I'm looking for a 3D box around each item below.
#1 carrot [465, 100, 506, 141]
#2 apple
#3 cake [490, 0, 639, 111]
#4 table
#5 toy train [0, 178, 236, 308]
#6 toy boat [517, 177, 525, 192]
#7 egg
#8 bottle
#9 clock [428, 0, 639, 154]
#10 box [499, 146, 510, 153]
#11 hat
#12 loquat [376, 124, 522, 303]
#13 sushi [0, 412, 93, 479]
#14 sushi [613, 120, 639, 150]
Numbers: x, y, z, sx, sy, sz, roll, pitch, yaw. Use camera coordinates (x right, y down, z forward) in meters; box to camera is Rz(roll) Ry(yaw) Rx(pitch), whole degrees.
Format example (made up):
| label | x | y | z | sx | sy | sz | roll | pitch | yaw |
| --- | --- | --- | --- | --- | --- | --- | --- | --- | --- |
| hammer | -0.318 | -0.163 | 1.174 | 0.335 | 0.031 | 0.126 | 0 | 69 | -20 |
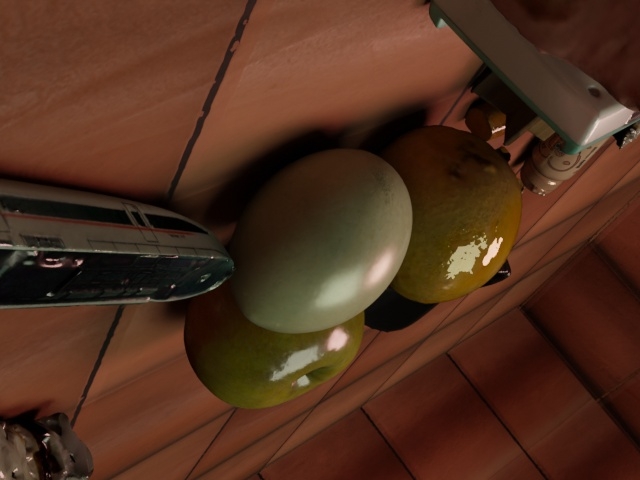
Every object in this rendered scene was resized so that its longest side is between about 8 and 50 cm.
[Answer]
| label | x | y | z | sx | sy | sz | roll | pitch | yaw |
| --- | --- | --- | --- | --- | --- | --- | --- | --- | --- |
| carrot | 0.320 | -0.217 | 1.365 | 0.225 | 0.067 | 0.067 | -29 | 162 | -20 |
| apple | -0.060 | 0.112 | 1.226 | 0.261 | 0.194 | 0.261 | -27 | 161 | -10 |
| cake | 0.291 | -0.265 | 0.700 | 0.314 | 0.307 | 0.293 | -17 | 147 | -48 |
| table | 0.323 | -0.231 | 1.203 | 0.167 | 0.167 | 0.227 | -20 | 163 | -47 |
| toy train | -0.203 | 0.005 | 0.824 | 0.086 | 0.088 | 0.407 | -39 | 164 | 15 |
| toy boat | 0.354 | -0.092 | 1.808 | 0.149 | 0.047 | 0.049 | -26 | 173 | -29 |
| egg | 0.000 | 0.000 | 1.053 | 0.253 | 0.186 | 0.186 | -48 | 169 | -26 |
| bottle | 0.457 | -0.175 | 1.724 | 0.209 | 0.097 | 0.110 | 125 | -14 | -49 |
| clock | 0.284 | -0.237 | 0.947 | 0.262 | 0.231 | 0.116 | -27 | 157 | -30 |
| box | 0.267 | -0.104 | 1.633 | 0.155 | 0.023 | 0.087 | -34 | 166 | -14 |
| hat | 0.127 | 0.009 | 1.470 | 0.238 | 0.209 | 0.336 | 11 | 151 | -42 |
| loquat | 0.148 | -0.032 | 1.217 | 0.244 | 0.244 | 0.244 | -34 | 163 | -12 |
| sushi | -0.385 | 0.283 | 1.130 | 0.130 | 0.124 | 0.332 | -30 | 166 | 10 |
| sushi | 0.593 | -0.267 | 1.701 | 0.136 | 0.126 | 0.225 | -37 | 165 | -3 |
